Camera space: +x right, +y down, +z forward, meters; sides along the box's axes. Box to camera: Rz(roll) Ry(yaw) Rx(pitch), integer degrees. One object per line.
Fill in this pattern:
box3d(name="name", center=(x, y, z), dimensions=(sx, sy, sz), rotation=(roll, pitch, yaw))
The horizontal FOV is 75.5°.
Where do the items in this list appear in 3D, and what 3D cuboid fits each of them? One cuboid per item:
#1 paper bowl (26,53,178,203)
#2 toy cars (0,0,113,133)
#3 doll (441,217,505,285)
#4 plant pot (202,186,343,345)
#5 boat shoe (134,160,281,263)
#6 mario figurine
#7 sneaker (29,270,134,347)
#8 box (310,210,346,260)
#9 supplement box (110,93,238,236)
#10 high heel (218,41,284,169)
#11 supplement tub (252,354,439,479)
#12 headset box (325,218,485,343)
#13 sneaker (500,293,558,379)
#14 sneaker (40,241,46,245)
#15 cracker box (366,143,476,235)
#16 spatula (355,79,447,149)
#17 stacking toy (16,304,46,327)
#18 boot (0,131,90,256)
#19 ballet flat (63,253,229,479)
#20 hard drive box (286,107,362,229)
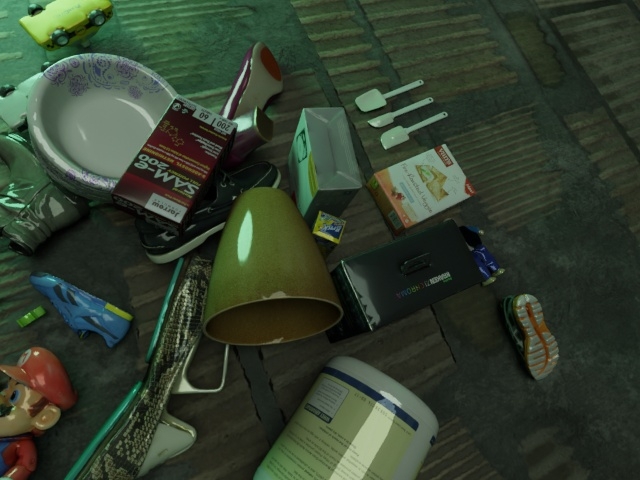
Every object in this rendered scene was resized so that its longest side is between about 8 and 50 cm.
box3d(name="paper bowl", center=(-0.420, -0.212, 0.840), dimensions=(0.285, 0.148, 0.283), rotation=(9, 72, -29))
box3d(name="toy cars", center=(-0.581, -0.400, 0.925), dimensions=(0.177, 0.087, 0.392), rotation=(7, 73, -6))
box3d(name="doll", center=(0.370, 0.021, 1.030), dimensions=(0.129, 0.046, 0.188), rotation=(-34, 83, -22))
box3d(name="plant pot", center=(-0.095, 0.035, 0.763), dimensions=(0.238, 0.237, 0.254), rotation=(-1, 61, -14))
box3d(name="boat shoe", center=(-0.230, -0.094, 0.862), dimensions=(0.340, 0.112, 0.127), rotation=(-36, 40, -21))
box3d(name="mario figurine", center=(-0.531, 0.320, 0.644), dimensions=(0.198, 0.170, 0.320), rotation=(21, 70, -4))
box3d(name="sneaker", center=(-0.464, 0.130, 0.778), dimensions=(0.210, 0.069, 0.082), rotation=(29, 71, -3))
box3d(name="box", center=(0.000, 0.000, 0.880), dimensions=(0.059, 0.169, 0.054), rotation=(22, 69, -5))
box3d(name="supplement box", center=(-0.264, -0.142, 0.772), dimensions=(0.131, 0.073, 0.239), rotation=(25, 66, -8))
box3d(name="high heel", center=(-0.197, -0.335, 0.998), dimensions=(0.127, 0.182, 0.376), rotation=(45, 35, -40))
box3d(name="supplement tub", center=(0.033, 0.395, 0.718), dimensions=(0.236, 0.235, 0.324), rotation=(37, 67, 1))
box3d(name="headset box", center=(0.137, 0.090, 0.823), dimensions=(0.247, 0.283, 0.131), rotation=(-19, 78, -18))
box3d(name="sneaker", center=(0.489, 0.223, 0.976), dimensions=(0.084, 0.083, 0.214), rotation=(-17, 94, -14))
box3d(name="sneaker", center=(-0.578, -0.020, 0.825), dimensions=(0.035, 0.031, 0.083), rotation=(-31, 85, -36))
box3d(name="cracker box", center=(0.254, -0.130, 1.042), dimensions=(0.233, 0.067, 0.155), rotation=(-25, 80, -21))
box3d(name="spatula", center=(0.229, -0.363, 1.142), dimensions=(0.242, 0.019, 0.168), rotation=(-28, 79, -20))
box3d(name="stacking toy", center=(-0.632, 0.124, 0.715), dimensions=(0.221, 0.052, 0.166), rotation=(-35, 106, -22))
box3d(name="boot", center=(-0.592, -0.094, 0.795), dimensions=(0.246, 0.083, 0.161), rotation=(42, 51, 1))
box3d(name="ballet flat", center=(-0.268, 0.256, 0.743), dimensions=(0.182, 0.164, 0.482), rotation=(27, 64, -13))
box3d(name="hard drive box", center=(-0.003, -0.143, 0.895), dimensions=(0.089, 0.232, 0.180), rotation=(-6, 72, -15))
